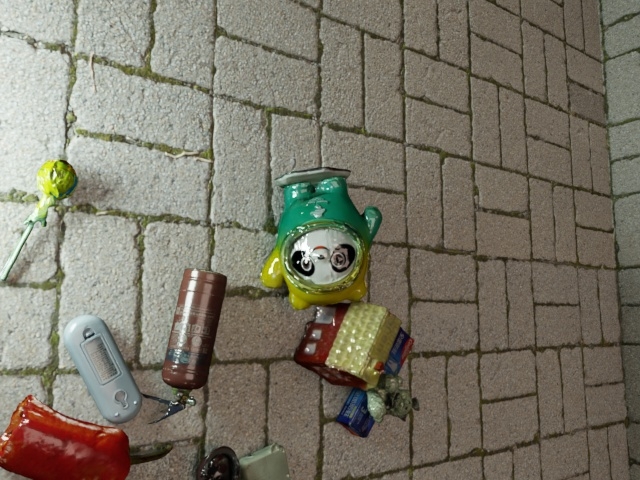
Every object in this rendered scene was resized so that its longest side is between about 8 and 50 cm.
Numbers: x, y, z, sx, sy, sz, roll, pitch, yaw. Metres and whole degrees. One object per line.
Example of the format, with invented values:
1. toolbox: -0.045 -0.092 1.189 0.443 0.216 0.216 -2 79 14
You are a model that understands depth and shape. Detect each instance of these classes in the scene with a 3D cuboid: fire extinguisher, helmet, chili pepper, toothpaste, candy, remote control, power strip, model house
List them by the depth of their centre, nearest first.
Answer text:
1. chili pepper: -0.438 0.423 1.052 0.338 0.131 0.134 35 74 -30
2. candy: -0.560 -0.042 1.072 0.077 0.073 0.262 43 65 -55
3. remote control: -0.444 0.266 1.120 0.087 0.047 0.244 -31 104 -38
4. fire extinguisher: -0.304 0.235 1.204 0.138 0.102 0.343 10 76 -2
5. helmet: -0.236 0.525 1.223 0.098 0.070 0.123 5 74 -42
6. power strip: -0.121 0.624 1.310 0.118 0.046 0.270 -12 92 -34
7. model house: 0.090 0.265 1.387 0.160 0.254 0.196 43 62 -28
8. toothpaste: 0.159 0.391 1.536 0.076 0.066 0.320 46 59 -23

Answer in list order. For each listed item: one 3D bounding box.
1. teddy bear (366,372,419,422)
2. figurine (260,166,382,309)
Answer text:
1. teddy bear: 0.176 0.417 1.454 0.133 0.111 0.213 -56 141 -5
2. figurine: 0.000 0.000 1.380 0.324 0.231 0.339 -6 84 2
